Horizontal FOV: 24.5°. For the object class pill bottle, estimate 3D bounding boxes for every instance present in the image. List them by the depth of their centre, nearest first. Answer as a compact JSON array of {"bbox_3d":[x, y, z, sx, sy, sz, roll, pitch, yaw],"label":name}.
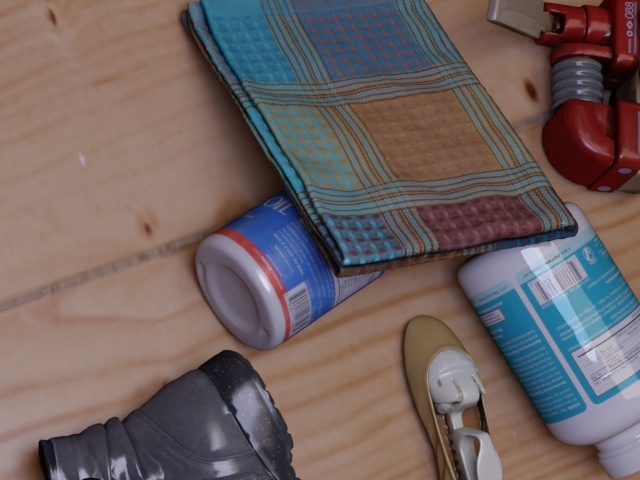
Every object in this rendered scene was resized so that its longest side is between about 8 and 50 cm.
[{"bbox_3d":[0.000,0.000,1.413,0.221,0.124,0.124,-33,90,-30],"label":"pill bottle"},{"bbox_3d":[0.261,0.104,1.487,0.146,0.146,0.264,-30,89,-29],"label":"pill bottle"}]

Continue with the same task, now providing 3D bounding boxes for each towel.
[{"bbox_3d":[0.055,-0.124,1.429,0.271,0.040,0.370,-10,50,-27],"label":"towel"}]

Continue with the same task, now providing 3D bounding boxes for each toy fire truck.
[{"bbox_3d":[0.278,-0.179,1.591,0.246,0.158,0.217,8,72,-10],"label":"toy fire truck"}]

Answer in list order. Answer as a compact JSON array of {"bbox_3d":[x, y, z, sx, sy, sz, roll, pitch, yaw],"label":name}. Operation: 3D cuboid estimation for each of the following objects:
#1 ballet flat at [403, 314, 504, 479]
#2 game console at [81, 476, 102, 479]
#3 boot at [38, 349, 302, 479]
[{"bbox_3d":[0.143,0.179,1.452,0.080,0.073,0.232,-10,78,-27],"label":"ballet flat"},{"bbox_3d":[-0.155,0.353,1.153,0.173,0.250,0.293,37,36,-44],"label":"game console"},{"bbox_3d":[-0.095,0.286,1.307,0.223,0.118,0.338,-29,81,-22],"label":"boot"}]
